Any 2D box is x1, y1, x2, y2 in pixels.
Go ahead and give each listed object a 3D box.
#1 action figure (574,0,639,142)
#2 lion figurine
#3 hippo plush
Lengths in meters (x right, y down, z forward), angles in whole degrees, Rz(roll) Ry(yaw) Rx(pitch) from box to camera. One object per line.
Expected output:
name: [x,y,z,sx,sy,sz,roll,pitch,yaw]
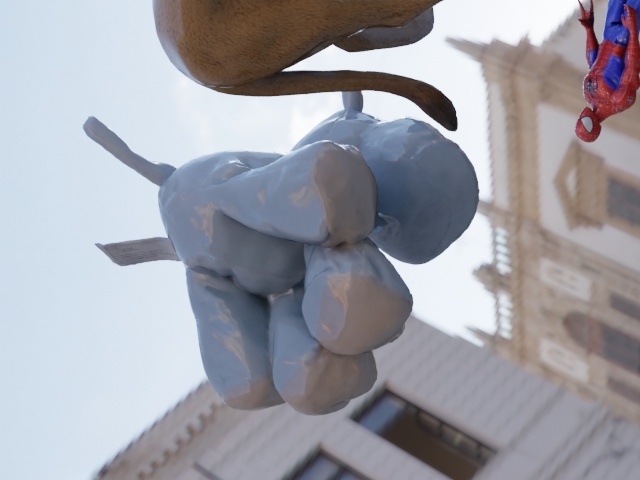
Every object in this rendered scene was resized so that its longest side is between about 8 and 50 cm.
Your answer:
action figure: [0.143,-0.102,0.663,0.030,0.038,0.115,15,-89,-30]
lion figurine: [-0.053,-0.198,0.774,0.240,0.142,0.392,-20,-59,-7]
hippo plush: [0.000,0.000,1.144,0.236,0.294,0.234,-24,-63,-47]
